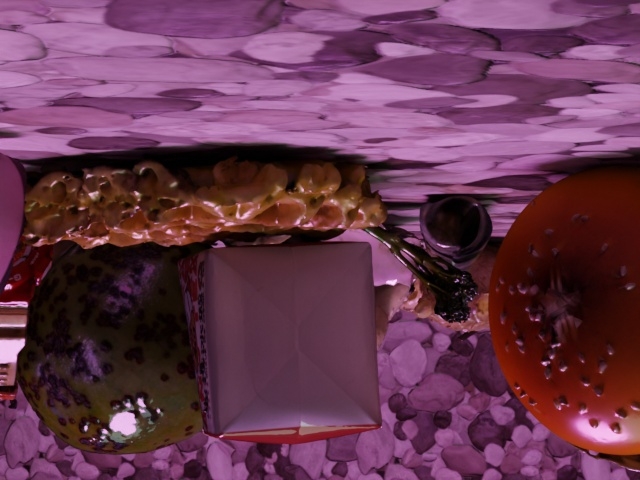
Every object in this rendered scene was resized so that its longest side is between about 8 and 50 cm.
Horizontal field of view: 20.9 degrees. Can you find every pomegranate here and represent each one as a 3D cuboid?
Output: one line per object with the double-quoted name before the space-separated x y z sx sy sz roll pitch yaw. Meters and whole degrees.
"pomegranate" -0.197 0.084 1.744 0.254 0.270 0.254 -39 174 -5

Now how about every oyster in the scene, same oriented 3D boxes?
"oyster" 0.008 0.004 1.688 0.209 0.072 0.133 -17 136 36

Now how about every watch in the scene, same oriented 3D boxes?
"watch" -0.303 0.067 1.584 0.102 0.165 0.268 2 139 -12

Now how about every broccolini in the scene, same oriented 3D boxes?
"broccolini" 0.064 0.009 1.582 0.194 0.054 0.052 32 -162 -14

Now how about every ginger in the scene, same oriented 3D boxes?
"ginger" 0.175 0.054 2.095 0.157 0.102 0.216 18 -158 31

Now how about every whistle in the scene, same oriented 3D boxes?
"whistle" 0.130 -0.002 1.700 0.057 0.068 0.326 -35 175 0

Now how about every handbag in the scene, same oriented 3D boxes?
"handbag" -0.052 0.091 1.537 0.151 0.171 0.298 -2 176 -14

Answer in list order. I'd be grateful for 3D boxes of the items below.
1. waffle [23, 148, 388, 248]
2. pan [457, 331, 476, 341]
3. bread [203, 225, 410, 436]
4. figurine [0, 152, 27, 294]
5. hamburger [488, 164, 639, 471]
"waffle" -0.103 -0.027 1.354 0.312 0.060 0.307 -3 175 4
"pan" 0.265 0.059 2.178 0.128 0.048 0.202 -8 -162 40
"bread" -0.023 0.100 1.845 0.316 0.054 0.316 -32 -159 14
"figurine" -0.392 0.018 1.111 0.284 0.206 0.315 -16 163 34
"hamburger" 0.237 0.053 1.317 0.246 0.246 0.170 -4 172 44
